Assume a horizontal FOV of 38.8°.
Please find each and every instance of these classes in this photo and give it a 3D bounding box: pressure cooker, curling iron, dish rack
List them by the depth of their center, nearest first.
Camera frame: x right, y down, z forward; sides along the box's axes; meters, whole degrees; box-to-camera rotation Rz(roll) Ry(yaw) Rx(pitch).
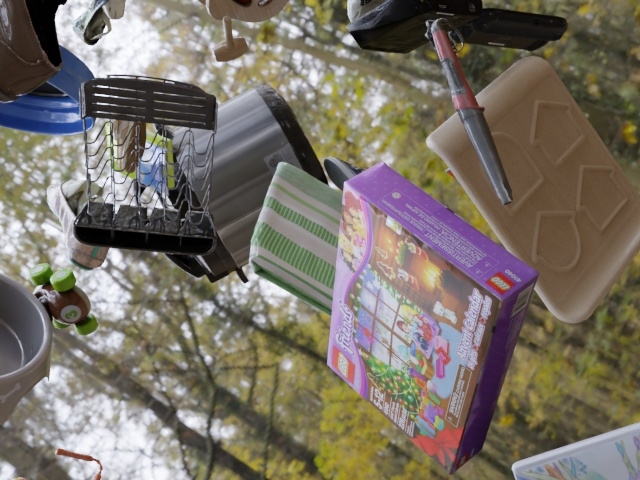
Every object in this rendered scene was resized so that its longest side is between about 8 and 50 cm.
[{"bbox_3d":[0.200,-0.174,1.185,0.035,0.273,0.068,-30,-20,32],"label":"curling iron"},{"bbox_3d":[-0.244,-0.105,1.284,0.074,0.208,0.271,-92,9,-48],"label":"dish rack"},{"bbox_3d":[-0.221,-0.126,2.124,0.421,0.369,0.375,-30,-25,-5],"label":"pressure cooker"}]

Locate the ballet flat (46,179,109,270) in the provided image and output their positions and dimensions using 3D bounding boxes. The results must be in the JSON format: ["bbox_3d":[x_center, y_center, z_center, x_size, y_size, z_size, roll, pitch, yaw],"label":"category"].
[{"bbox_3d":[-0.478,-0.059,1.852,0.108,0.316,0.106,21,-70,-39],"label":"ballet flat"}]

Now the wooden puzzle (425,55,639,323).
[{"bbox_3d":[0.341,-0.082,1.405,0.322,0.347,0.080,-41,3,-37],"label":"wooden puzzle"}]

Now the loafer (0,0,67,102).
[{"bbox_3d":[-0.412,-0.378,1.293,0.134,0.130,0.365,19,-113,-75],"label":"loafer"}]

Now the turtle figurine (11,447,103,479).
[{"bbox_3d":[-0.434,0.435,1.318,0.270,0.217,0.087,-10,-32,-24],"label":"turtle figurine"}]

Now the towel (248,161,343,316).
[{"bbox_3d":[0.000,0.000,1.674,0.038,0.248,0.324,-53,13,36],"label":"towel"}]

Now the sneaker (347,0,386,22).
[{"bbox_3d":[0.086,-0.433,1.531,0.085,0.086,0.237,-19,-16,-13],"label":"sneaker"}]

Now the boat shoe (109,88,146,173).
[{"bbox_3d":[-0.356,-0.207,1.668,0.063,0.059,0.170,31,-114,-72],"label":"boat shoe"}]

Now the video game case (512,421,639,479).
[{"bbox_3d":[0.465,0.393,1.214,0.329,0.299,0.036,-23,-10,15],"label":"video game case"}]

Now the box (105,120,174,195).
[{"bbox_3d":[-0.358,-0.169,1.834,0.042,0.178,0.109,-33,-44,-42],"label":"box"}]

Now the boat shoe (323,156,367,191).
[{"bbox_3d":[0.095,-0.138,2.038,0.083,0.183,0.065,-37,-24,-29],"label":"boat shoe"}]

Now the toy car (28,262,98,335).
[{"bbox_3d":[-0.603,0.169,1.961,0.188,0.149,0.155,-47,-46,-38],"label":"toy car"}]

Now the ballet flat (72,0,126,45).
[{"bbox_3d":[-0.401,-0.429,1.707,0.188,0.070,0.070,-33,5,46],"label":"ballet flat"}]

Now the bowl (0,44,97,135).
[{"bbox_3d":[-0.560,-0.284,1.514,0.391,0.391,0.077,44,-123,-67],"label":"bowl"}]

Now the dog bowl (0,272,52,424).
[{"bbox_3d":[-0.647,0.175,1.636,0.349,0.349,0.102,-27,-28,-55],"label":"dog bowl"}]

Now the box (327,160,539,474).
[{"bbox_3d":[0.100,0.088,0.941,0.057,0.201,0.293,-31,-36,-30],"label":"box"}]

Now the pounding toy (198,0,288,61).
[{"bbox_3d":[-0.120,-0.430,1.517,0.154,0.155,0.269,-21,-45,-17],"label":"pounding toy"}]

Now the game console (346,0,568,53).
[{"bbox_3d":[0.240,-0.353,1.512,0.362,0.213,0.043,-1,-95,-28],"label":"game console"}]
